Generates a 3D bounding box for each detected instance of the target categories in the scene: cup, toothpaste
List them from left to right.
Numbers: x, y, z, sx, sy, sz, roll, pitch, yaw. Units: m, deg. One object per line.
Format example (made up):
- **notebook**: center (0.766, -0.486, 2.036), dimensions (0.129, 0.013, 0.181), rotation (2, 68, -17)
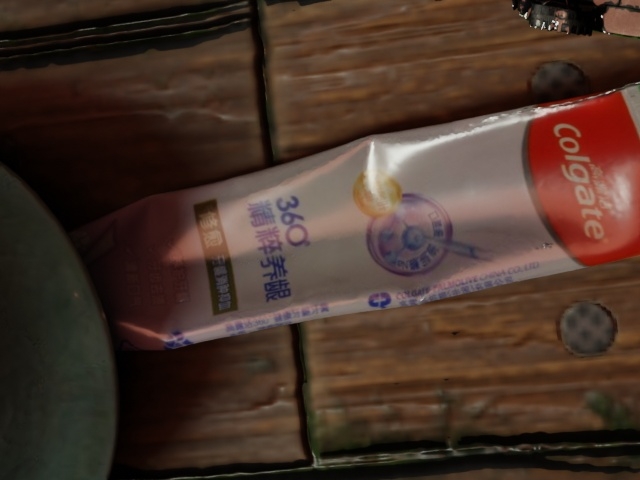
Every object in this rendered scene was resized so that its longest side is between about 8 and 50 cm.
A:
- **cup**: center (-0.203, 0.064, 0.761), dimensions (0.199, 0.150, 0.199), rotation (10, 108, 32)
- **toothpaste**: center (0.000, 0.000, 0.789), dimensions (0.301, 0.048, 0.075), rotation (-13, 91, 13)

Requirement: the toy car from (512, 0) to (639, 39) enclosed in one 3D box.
- **toy car**: center (0.156, -0.104, 0.729), dimensions (0.165, 0.062, 0.071), rotation (10, 98, 12)
